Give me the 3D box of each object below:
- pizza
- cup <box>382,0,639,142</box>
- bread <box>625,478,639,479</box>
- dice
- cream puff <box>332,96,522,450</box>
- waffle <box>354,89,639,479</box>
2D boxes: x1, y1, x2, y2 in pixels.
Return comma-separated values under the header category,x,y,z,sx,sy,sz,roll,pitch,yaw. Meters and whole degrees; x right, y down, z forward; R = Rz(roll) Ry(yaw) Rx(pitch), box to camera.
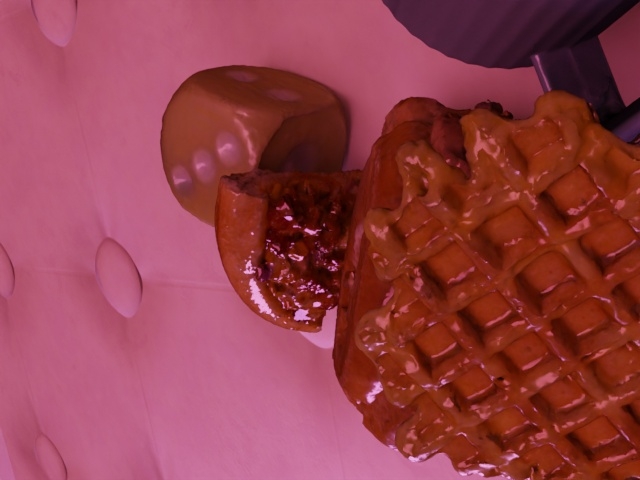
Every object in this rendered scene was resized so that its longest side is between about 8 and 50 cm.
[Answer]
category,x,y,z,sx,sy,sz,roll,pitch,yaw
pizza,0.000,0.000,0.875,0.081,0.229,0.289,41,162,41
cup,0.187,-0.256,0.495,0.331,0.257,0.311,42,172,2
bread,0.318,0.345,0.756,0.244,0.134,0.244,14,112,39
dice,-0.083,-0.115,0.927,0.169,0.169,0.166,29,123,32
cream puff,0.139,0.034,0.721,0.231,0.343,0.327,8,141,0
waffle,0.175,0.051,0.505,0.307,0.060,0.312,-3,118,9
